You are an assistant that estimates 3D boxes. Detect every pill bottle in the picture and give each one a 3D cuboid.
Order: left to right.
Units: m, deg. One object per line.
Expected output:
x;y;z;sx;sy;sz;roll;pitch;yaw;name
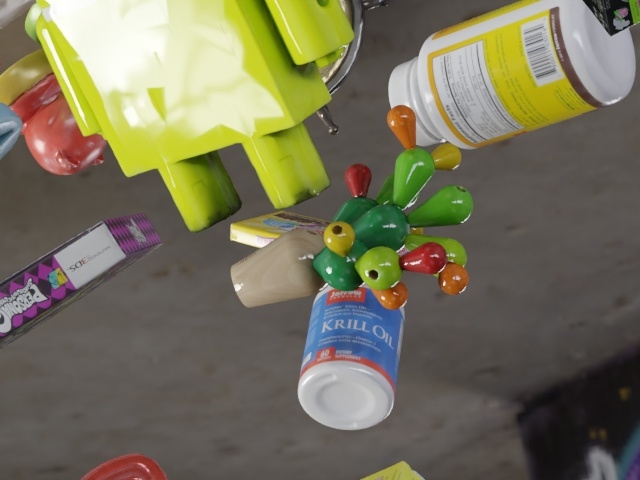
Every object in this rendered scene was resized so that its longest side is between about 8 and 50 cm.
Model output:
0.044;0.125;2.074;0.124;0.221;0.124;4;134;5;pill bottle
0.172;-0.155;1.478;0.215;0.117;0.117;-16;159;36;pill bottle

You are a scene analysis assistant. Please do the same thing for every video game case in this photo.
-0.247;0.048;1.393;0.210;0.042;0.232;-33;-179;2;video game case

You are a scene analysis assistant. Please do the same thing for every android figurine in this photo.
-0.096;-0.141;1.026;0.248;0.272;0.056;-15;-165;43;android figurine

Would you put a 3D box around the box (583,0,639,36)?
0.223;-0.194;1.113;0.083;0.052;0.062;-27;140;-1;box

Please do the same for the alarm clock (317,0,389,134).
-0.055;-0.159;1.110;0.192;0.129;0.064;25;171;-21;alarm clock

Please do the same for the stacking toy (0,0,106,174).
-0.302;-0.161;1.719;0.279;0.130;0.309;-45;171;31;stacking toy

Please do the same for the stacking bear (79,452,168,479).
-0.272;0.402;1.846;0.164;0.175;0.289;-15;152;-40;stacking bear

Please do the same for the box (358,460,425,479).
0.009;0.258;1.315;0.232;0.058;0.087;-29;115;39;box

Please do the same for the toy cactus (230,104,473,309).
0.019;-0.005;1.139;0.181;0.219;0.112;-22;115;12;toy cactus

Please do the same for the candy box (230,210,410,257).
0.000;0.000;1.956;0.206;0.027;0.105;13;-160;37;candy box
